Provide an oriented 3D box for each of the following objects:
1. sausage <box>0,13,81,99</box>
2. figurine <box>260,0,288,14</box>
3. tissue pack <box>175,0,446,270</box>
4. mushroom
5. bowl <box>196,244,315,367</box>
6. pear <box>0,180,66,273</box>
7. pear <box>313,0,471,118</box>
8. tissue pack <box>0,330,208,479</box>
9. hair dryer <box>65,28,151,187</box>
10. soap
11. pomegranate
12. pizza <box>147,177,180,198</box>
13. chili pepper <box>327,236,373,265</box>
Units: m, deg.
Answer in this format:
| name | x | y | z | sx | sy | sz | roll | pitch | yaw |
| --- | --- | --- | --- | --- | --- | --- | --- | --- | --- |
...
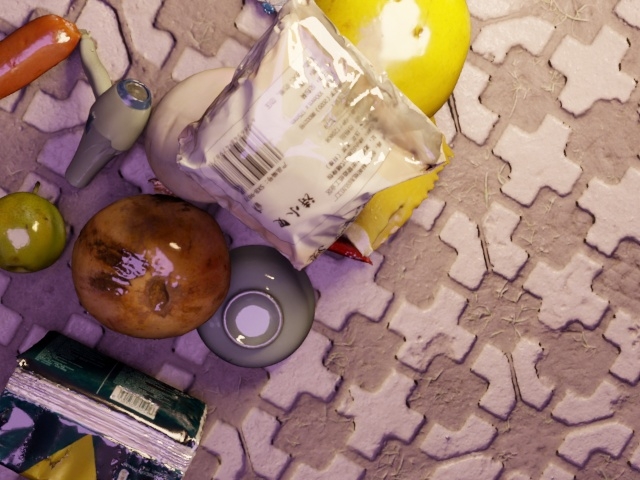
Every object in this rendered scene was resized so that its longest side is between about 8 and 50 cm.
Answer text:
| name | x | y | z | sx | sy | sz | roll | pitch | yaw |
| --- | --- | --- | --- | --- | --- | --- | --- | --- | --- |
| sausage | -0.664 | -0.360 | 1.646 | 0.348 | 0.094 | 0.097 | -34 | 55 | -1 |
| figurine | -0.091 | -0.537 | 1.688 | 0.114 | 0.079 | 0.114 | 6 | 61 | -10 |
| tissue pack | -0.028 | -0.170 | 1.381 | 0.375 | 0.195 | 0.390 | -41 | 109 | 16 |
| mushroom | -0.184 | -0.196 | 1.609 | 0.356 | 0.315 | 0.315 | 43 | 93 | 2 |
| bowl | -0.149 | 0.163 | 1.741 | 0.289 | 0.146 | 0.289 | -1 | 98 | -4 |
| pear | -0.627 | -0.037 | 1.668 | 0.166 | 0.180 | 0.216 | -3 | 69 | 26 |
| pear | 0.122 | -0.388 | 1.573 | 0.362 | 0.362 | 0.418 | 31 | 59 | -8 |
| tissue pack | -0.481 | 0.398 | 1.688 | 0.416 | 0.264 | 0.253 | 29 | 96 | -8 |
| hair dryer | -0.486 | -0.258 | 1.669 | 0.119 | 0.298 | 0.296 | 1 | 126 | -45 |
| soap | 0.161 | -0.135 | 1.642 | 0.339 | 0.304 | 0.169 | -45 | 102 | 3 |
| pomegranate | -0.343 | 0.054 | 1.600 | 0.322 | 0.322 | 0.322 | -1 | 98 | -4 |
| pizza | -0.349 | -0.113 | 1.751 | 0.083 | 0.016 | 0.037 | 32 | 93 | -12 |
| chili pepper | 0.000 | 0.000 | 1.772 | 0.268 | 0.059 | 0.050 | 18 | 85 | -9 |
